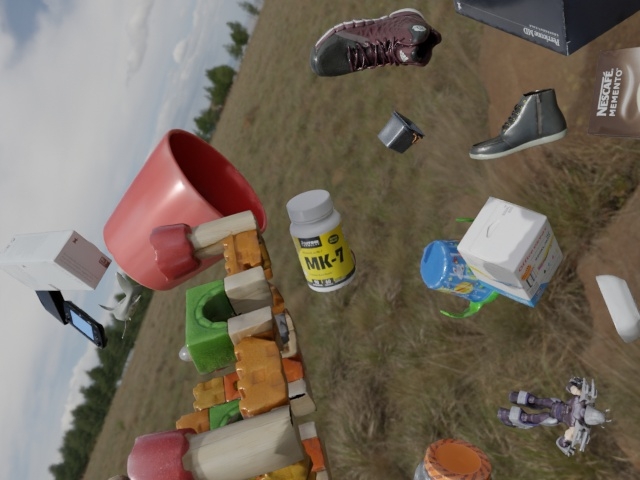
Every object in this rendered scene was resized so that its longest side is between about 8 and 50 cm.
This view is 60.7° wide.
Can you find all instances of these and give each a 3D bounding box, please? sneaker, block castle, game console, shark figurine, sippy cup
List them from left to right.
[{"bbox_3d":[-0.818,0.222,1.772,0.044,0.361,0.213,-42,-33,-37],"label":"game console"},{"bbox_3d":[-0.627,0.200,1.693,0.278,0.116,0.166,138,150,-65],"label":"shark figurine"},{"bbox_3d":[-0.133,0.196,0.739,0.453,0.212,0.303,-110,3,-53],"label":"block castle"},{"bbox_3d":[0.127,-0.403,1.148,0.163,0.281,0.107,56,167,46],"label":"sneaker"},{"bbox_3d":[0.473,0.091,1.861,0.240,0.223,0.306,125,146,-55],"label":"sippy cup"},{"bbox_3d":[0.445,-0.270,1.271,0.221,0.118,0.083,-16,18,24],"label":"sneaker"}]

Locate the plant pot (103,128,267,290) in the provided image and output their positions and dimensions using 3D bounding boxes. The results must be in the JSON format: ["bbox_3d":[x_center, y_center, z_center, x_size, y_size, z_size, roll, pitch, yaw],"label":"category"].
[{"bbox_3d":[-0.286,-0.045,1.110,0.243,0.275,0.275,-40,24,15],"label":"plant pot"}]

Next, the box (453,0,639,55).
[{"bbox_3d":[0.365,-0.544,0.950,0.178,0.313,0.343,-32,42,-3],"label":"box"}]

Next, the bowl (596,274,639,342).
[{"bbox_3d":[0.665,0.146,1.201,0.053,0.142,0.142,-23,57,27],"label":"bowl"}]

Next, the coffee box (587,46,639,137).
[{"bbox_3d":[0.547,-0.217,0.818,0.246,0.098,0.141,22,111,58],"label":"coffee box"}]

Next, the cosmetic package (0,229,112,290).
[{"bbox_3d":[-0.578,0.046,1.180,0.231,0.117,0.086,-3,53,35],"label":"cosmetic package"}]

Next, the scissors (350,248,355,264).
[{"bbox_3d":[0.040,0.010,1.569,0.021,0.109,0.297,39,157,41],"label":"scissors"}]

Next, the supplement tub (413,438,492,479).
[{"bbox_3d":[0.314,0.660,1.326,0.193,0.193,0.316,-114,26,-69],"label":"supplement tub"}]

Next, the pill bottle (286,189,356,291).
[{"bbox_3d":[0.000,0.000,1.228,0.119,0.119,0.209,-102,-5,-63],"label":"pill bottle"}]

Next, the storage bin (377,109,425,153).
[{"bbox_3d":[0.240,-0.311,1.628,0.091,0.135,0.098,-47,65,22],"label":"storage bin"}]

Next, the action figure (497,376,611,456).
[{"bbox_3d":[0.575,0.416,1.325,0.185,0.099,0.285,-58,17,-24],"label":"action figure"}]

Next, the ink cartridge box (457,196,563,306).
[{"bbox_3d":[0.502,0.033,1.436,0.168,0.232,0.171,27,79,42],"label":"ink cartridge box"}]
